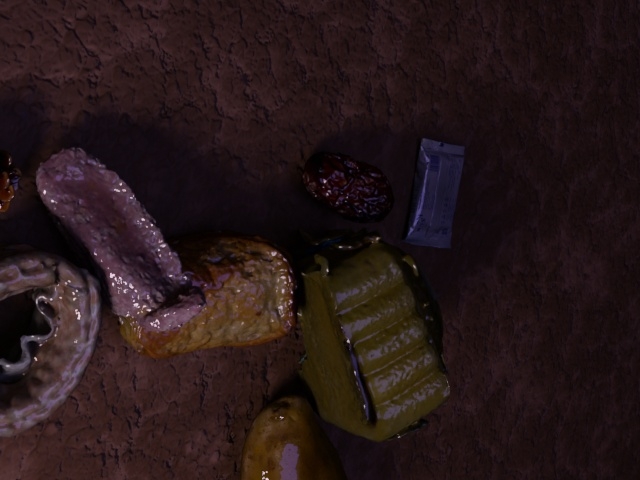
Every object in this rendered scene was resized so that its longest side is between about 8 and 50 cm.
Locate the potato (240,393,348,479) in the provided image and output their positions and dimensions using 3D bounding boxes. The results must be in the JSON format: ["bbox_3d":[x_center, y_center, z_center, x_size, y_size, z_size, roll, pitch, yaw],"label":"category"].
[{"bbox_3d":[-0.035,0.427,1.423,0.196,0.176,0.369,-14,107,-12],"label":"potato"}]

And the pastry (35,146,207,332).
[{"bbox_3d":[-0.253,0.007,1.106,0.103,0.112,0.265,-34,84,-27],"label":"pastry"}]

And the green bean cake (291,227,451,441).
[{"bbox_3d":[0.064,0.126,1.369,0.202,0.285,0.309,-22,103,-22],"label":"green bean cake"}]

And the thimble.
[{"bbox_3d":[-0.382,0.110,1.037,0.196,0.148,0.229,36,73,-39],"label":"thimble"}]

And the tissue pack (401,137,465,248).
[{"bbox_3d":[0.210,-0.083,1.609,0.123,0.026,0.193,5,97,-42],"label":"tissue pack"}]

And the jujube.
[{"bbox_3d":[0.043,-0.089,1.411,0.166,0.104,0.104,33,77,-31],"label":"jujube"}]

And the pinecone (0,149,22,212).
[{"bbox_3d":[-0.401,-0.068,1.007,0.109,0.102,0.102,-35,127,-67],"label":"pinecone"}]

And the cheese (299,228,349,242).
[{"bbox_3d":[-0.001,0.001,1.418,0.084,0.060,0.041,0,91,-35],"label":"cheese"}]

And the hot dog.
[{"bbox_3d":[-0.165,0.078,1.249,0.259,0.114,0.175,-5,109,-23],"label":"hot dog"}]
